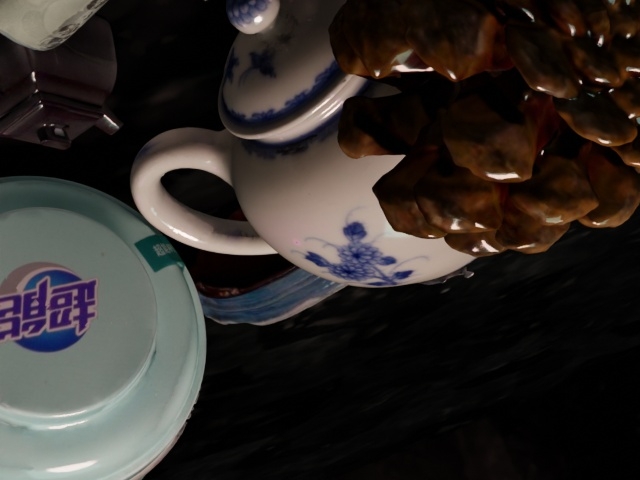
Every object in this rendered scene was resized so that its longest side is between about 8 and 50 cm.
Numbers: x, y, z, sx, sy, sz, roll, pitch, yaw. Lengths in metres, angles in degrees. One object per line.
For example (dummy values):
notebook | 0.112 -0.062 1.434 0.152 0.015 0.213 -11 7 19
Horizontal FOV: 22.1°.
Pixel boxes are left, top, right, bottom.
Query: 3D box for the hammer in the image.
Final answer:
hammer | -0.132 -0.183 1.119 0.116 0.069 0.194 -37 165 35

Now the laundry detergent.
laundry detergent | -0.255 0.113 1.406 0.287 0.287 0.305 -15 162 -24

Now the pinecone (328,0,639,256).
pinecone | 0.115 -0.110 1.018 0.244 0.244 0.309 -12 157 -30

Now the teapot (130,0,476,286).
teapot | 0.025 -0.104 1.272 0.424 0.252 0.280 -27 129 30

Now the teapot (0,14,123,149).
teapot | -0.203 -0.108 1.172 0.087 0.096 0.177 -31 159 24

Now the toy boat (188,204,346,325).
toy boat | 0.000 0.000 1.661 0.309 0.129 0.142 -31 149 19
